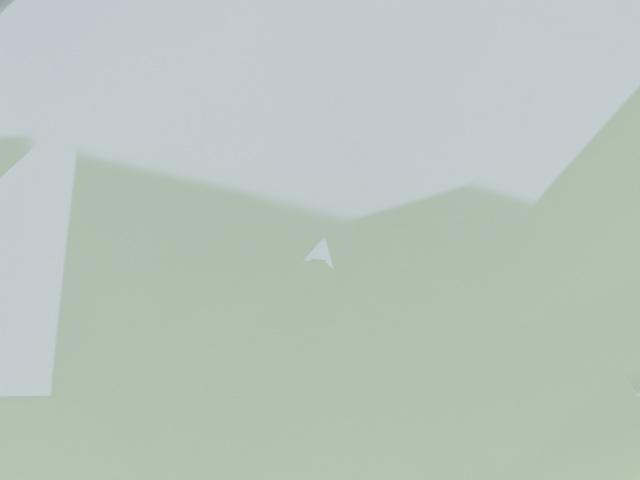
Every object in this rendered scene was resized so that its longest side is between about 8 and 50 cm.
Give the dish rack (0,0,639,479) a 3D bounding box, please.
[{"bbox_3d":[0.000,0.000,0.558,0.333,0.072,0.285,-41,102,14],"label":"dish rack"}]
